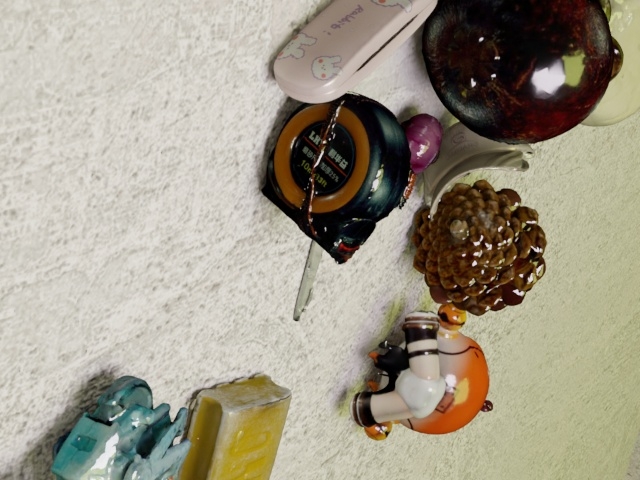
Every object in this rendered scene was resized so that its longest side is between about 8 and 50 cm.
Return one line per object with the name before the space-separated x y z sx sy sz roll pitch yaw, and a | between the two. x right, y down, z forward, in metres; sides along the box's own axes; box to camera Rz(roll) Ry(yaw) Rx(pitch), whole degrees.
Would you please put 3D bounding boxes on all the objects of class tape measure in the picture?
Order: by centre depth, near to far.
tape measure | 0.028 -0.106 1.463 0.135 0.202 0.223 8 120 -56

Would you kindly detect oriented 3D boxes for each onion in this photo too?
onion | 0.154 -0.165 1.694 0.115 0.104 0.115 -156 -90 -86

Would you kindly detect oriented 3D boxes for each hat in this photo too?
hat | 0.240 -0.141 1.722 0.219 0.164 0.226 -28 167 19

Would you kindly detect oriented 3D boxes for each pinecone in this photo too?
pinecone | 0.310 0.013 1.880 0.264 0.264 0.264 -31 134 -38

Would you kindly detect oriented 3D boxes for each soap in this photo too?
soap | -0.152 0.366 1.638 0.173 0.089 0.274 -8 119 -51

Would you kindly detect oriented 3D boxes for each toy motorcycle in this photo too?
toy motorcycle | -0.288 0.322 1.367 0.260 0.154 0.206 -58 145 -29

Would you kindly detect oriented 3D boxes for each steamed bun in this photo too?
steamed bun | 0.521 -0.385 1.907 0.333 0.233 0.312 -16 127 -37

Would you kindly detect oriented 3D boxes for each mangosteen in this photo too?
mangosteen | 0.327 -0.309 1.622 0.330 0.330 0.330 -31 134 -38

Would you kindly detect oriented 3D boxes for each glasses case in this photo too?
glasses case | 0.054 -0.302 1.446 0.297 0.113 0.075 -46 145 -25

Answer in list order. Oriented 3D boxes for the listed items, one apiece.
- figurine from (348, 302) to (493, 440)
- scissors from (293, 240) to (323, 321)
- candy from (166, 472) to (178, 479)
figurine | 0.214 0.275 1.955 0.320 0.196 0.323 -57 150 10
scissors | 0.000 0.000 1.656 0.109 0.022 0.300 -2 113 -48
candy | -0.312 0.404 1.475 0.292 0.059 0.086 -34 133 -37
